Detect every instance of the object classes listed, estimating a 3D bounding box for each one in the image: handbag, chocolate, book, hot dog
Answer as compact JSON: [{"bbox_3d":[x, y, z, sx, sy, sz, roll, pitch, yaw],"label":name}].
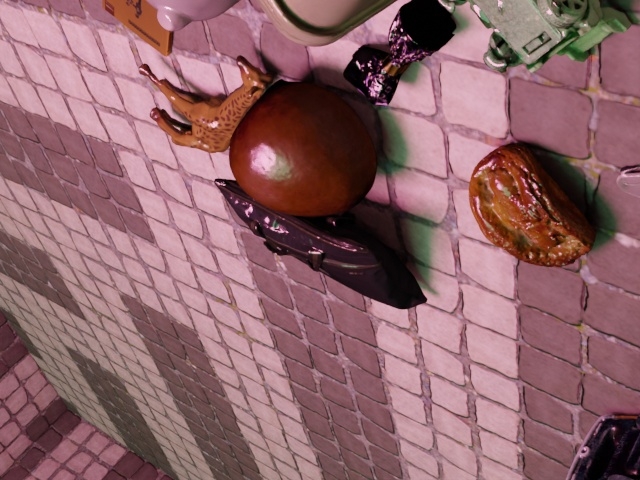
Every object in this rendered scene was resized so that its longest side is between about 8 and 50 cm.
[{"bbox_3d":[0.000,0.000,1.114,0.254,0.089,0.211,25,173,33],"label":"handbag"},{"bbox_3d":[-0.018,-0.095,0.983,0.176,0.177,0.177,30,148,21],"label":"chocolate"},{"bbox_3d":[0.076,-0.184,0.860,0.070,0.072,0.147,5,165,-17],"label":"chocolate"},{"bbox_3d":[-0.230,-0.322,1.082,0.118,0.012,0.172,39,150,8],"label":"book"},{"bbox_3d":[0.216,-0.030,0.881,0.147,0.065,0.099,50,140,-9],"label":"hot dog"}]

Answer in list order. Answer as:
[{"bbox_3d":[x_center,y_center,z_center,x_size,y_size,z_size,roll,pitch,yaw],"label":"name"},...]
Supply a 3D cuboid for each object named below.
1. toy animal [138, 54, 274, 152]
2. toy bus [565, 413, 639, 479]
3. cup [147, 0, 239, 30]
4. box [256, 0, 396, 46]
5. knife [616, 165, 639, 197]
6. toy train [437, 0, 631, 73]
[{"bbox_3d":[-0.144,-0.174,1.130,0.275,0.054,0.149,12,135,46],"label":"toy animal"},{"bbox_3d":[0.432,0.283,0.959,0.167,0.138,0.275,50,147,-16],"label":"toy bus"},{"bbox_3d":[-0.111,-0.282,0.863,0.173,0.142,0.134,33,148,15],"label":"cup"},{"bbox_3d":[-0.003,-0.347,0.526,0.352,0.177,0.344,55,160,-4],"label":"box"},{"bbox_3d":[0.395,-0.046,0.693,0.081,0.043,0.336,48,157,-23],"label":"knife"},{"bbox_3d":[0.171,-0.202,0.705,0.149,0.081,0.099,50,152,-1],"label":"toy train"}]
